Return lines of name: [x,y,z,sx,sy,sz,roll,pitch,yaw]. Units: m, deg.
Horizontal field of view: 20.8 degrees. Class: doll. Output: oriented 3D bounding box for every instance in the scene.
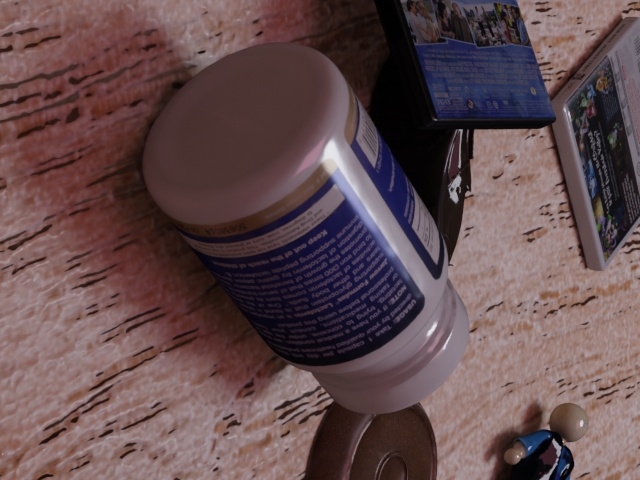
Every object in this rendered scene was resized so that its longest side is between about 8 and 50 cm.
doll: [0.200,0.236,1.614,0.129,0.046,0.189,47,62,-46]

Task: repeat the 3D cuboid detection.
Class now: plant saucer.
plant saucer: [0.049,0.194,1.427,0.168,0.029,0.168,-12,105,-52]

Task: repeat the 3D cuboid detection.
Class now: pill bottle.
pill bottle: [0.000,0.000,1.231,0.265,0.153,0.153,55,53,-41]

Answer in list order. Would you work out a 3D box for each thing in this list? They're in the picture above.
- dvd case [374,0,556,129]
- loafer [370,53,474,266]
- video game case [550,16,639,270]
dvd case: [0.093,-0.206,1.353,0.180,0.022,0.253,-5,75,-52]
loafer: [0.084,-0.067,1.407,0.078,0.080,0.220,21,79,-65]
video game case: [0.288,-0.095,1.706,0.173,0.022,0.190,-47,130,-39]
